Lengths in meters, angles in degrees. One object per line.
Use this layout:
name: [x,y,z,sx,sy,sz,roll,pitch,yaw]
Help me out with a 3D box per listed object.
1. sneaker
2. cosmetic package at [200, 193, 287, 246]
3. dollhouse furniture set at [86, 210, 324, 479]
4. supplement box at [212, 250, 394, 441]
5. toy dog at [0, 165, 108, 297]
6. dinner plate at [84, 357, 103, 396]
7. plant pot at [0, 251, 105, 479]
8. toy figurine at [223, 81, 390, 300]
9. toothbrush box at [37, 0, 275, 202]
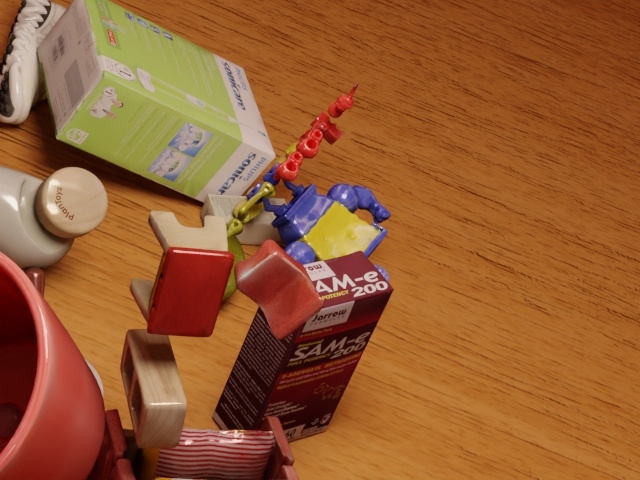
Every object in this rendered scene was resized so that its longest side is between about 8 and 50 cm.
sneaker: [-0.389,-0.256,2.102,0.118,0.110,0.292,23,36,-15]
cosmetic package: [-0.099,-0.027,2.012,0.115,0.041,0.060,4,40,-24]
dollhouse furniture set: [-0.099,0.167,1.493,0.201,0.374,0.152,4,36,-21]
supplement box: [-0.022,0.129,1.688,0.130,0.239,0.073,-13,49,-38]
toy dog: [-0.421,-0.018,1.737,0.334,0.220,0.161,8,70,-8]
dinner plate: [-0.314,0.159,1.687,0.141,0.017,0.141,13,38,-11]
plant pot: [-0.341,0.156,1.433,0.275,0.243,0.275,-5,71,13]
toy figurine: [0.000,0.000,1.902,0.217,0.191,0.362,43,55,-5]
toothbrush box: [-0.222,-0.187,2.011,0.283,0.122,0.206,22,31,-36]
